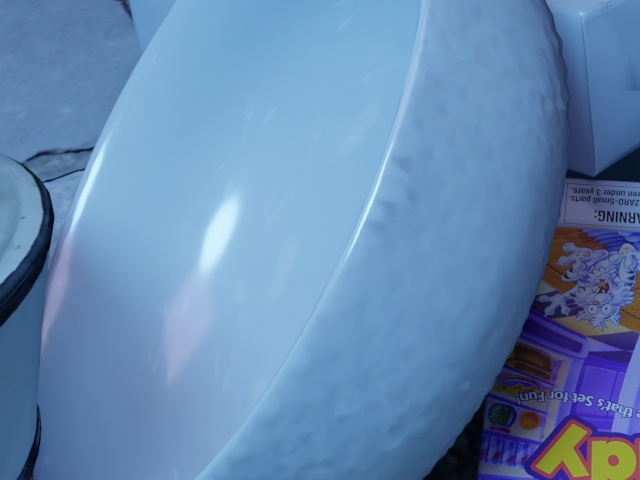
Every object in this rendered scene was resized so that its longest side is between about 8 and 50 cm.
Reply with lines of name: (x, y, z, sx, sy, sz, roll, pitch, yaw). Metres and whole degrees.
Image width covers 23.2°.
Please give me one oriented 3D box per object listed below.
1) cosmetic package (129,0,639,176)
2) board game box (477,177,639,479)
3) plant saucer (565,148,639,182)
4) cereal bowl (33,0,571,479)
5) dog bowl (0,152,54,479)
cosmetic package: (0.102, -0.168, 0.942, 0.284, 0.097, 0.377, -27, 31, -35)
board game box: (0.248, 0.093, 0.696, 0.347, 0.078, 0.233, 4, 53, 10)
plant saucer: (0.161, -0.052, 0.935, 0.317, 0.044, 0.318, -3, 41, 2)
cereal bowl: (0.000, 0.000, 0.723, 0.141, 0.339, 0.339, 24, 33, -25)
dog bowl: (-0.304, 0.089, 0.665, 0.408, 0.150, 0.408, -7, 22, 3)
